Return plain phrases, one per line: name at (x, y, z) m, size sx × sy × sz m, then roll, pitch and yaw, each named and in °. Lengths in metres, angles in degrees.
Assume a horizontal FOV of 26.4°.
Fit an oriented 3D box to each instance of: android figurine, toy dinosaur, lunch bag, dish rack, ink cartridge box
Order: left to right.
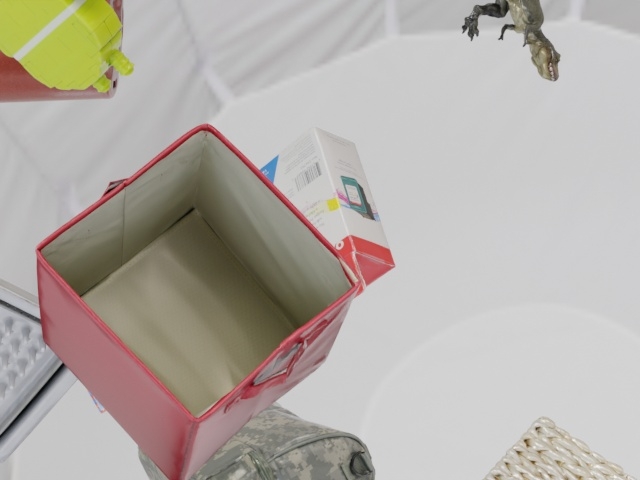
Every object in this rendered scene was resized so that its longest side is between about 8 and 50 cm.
dish rack at (-0.476, 0.127, 1.670) m, size 0.333 × 0.285 × 0.072 m, roll 30°, pitch -154°, yaw -26°
android figurine at (-0.327, -0.274, 1.548) m, size 0.273 × 0.248 × 0.056 m, roll 44°, pitch -123°, yaw -15°
lunch bag at (-0.088, 0.355, 2.046) m, size 0.256 × 0.305 × 0.213 m, roll -31°, pitch -70°, yaw -22°
ink cartridge box at (0.000, 0.000, 1.602) m, size 0.078 × 0.134 × 0.231 m, roll 19°, pitch -136°, yaw -44°
toy dinosaur at (0.241, -0.329, 1.790) m, size 0.064 × 0.118 × 0.268 m, roll 21°, pitch 129°, yaw 62°

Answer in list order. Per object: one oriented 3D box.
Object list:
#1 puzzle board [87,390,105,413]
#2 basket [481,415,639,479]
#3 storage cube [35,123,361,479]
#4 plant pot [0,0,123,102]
puzzle board at (-0.231, 0.128, 1.581) m, size 0.096 × 0.128 × 0.011 m, roll 58°, pitch -163°, yaw 7°
basket at (0.363, 0.490, 2.060) m, size 0.266 × 0.328 × 0.331 m, roll -48°, pitch -22°, yaw -22°
storage cube at (-0.107, 0.056, 1.134) m, size 0.183 × 0.215 × 0.193 m, roll -40°, pitch -14°, yaw -24°
plant pot at (-0.410, -0.301, 1.867) m, size 0.272 × 0.265 × 0.272 m, roll -178°, pitch 90°, yaw -88°
